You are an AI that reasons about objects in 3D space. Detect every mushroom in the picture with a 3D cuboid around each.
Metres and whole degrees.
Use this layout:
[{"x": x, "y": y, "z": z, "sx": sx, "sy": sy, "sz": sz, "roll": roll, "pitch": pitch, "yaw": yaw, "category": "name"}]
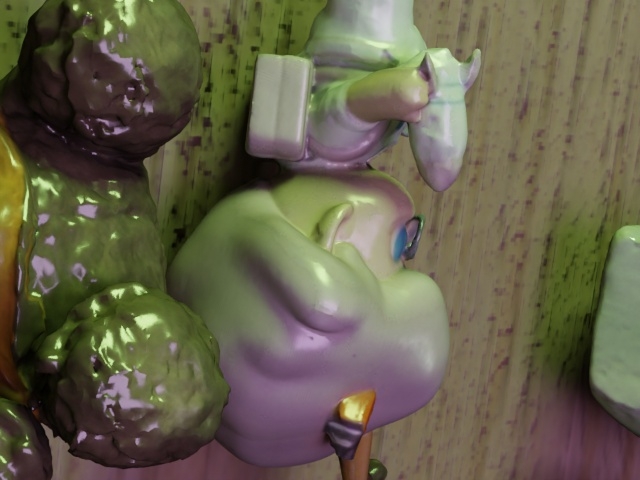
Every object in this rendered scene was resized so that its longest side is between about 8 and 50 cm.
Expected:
[{"x": 0.227, "y": 0.054, "z": 0.934, "sx": 0.270, "sy": 0.103, "sz": 0.118, "roll": 4, "pitch": 105, "yaw": -50, "category": "mushroom"}]

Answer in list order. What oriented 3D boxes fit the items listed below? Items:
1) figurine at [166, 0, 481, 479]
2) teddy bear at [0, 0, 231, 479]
[{"x": 0.000, "y": 0.000, "z": 0.720, "sx": 0.112, "sy": 0.137, "sz": 0.229, "roll": 10, "pitch": 92, "yaw": -8, "category": "figurine"}, {"x": -0.134, "y": 0.006, "z": 0.612, "sx": 0.190, "sy": 0.140, "sz": 0.177, "roll": -1, "pitch": 76, "yaw": -31, "category": "teddy bear"}]
